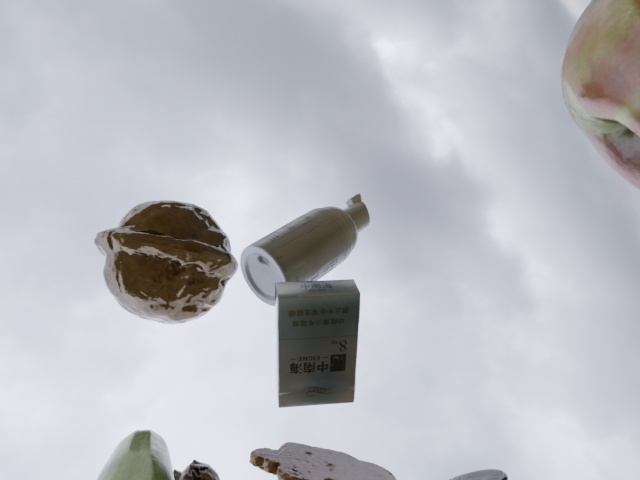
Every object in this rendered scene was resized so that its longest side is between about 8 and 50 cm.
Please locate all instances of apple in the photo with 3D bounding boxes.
[{"bbox_3d":[0.500,-0.227,0.667,0.340,0.340,0.339,19,-126,-29],"label":"apple"}]

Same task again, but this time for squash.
[{"bbox_3d":[-0.200,0.262,0.564,0.094,0.224,0.094,-1,-88,-15],"label":"squash"}]

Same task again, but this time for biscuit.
[{"bbox_3d":[0.008,0.577,1.279,0.376,0.269,0.051,13,-96,-3],"label":"biscuit"}]

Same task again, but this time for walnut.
[{"bbox_3d":[-0.432,0.064,1.483,0.384,0.384,0.383,19,-126,-29],"label":"walnut"}]

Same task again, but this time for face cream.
[{"bbox_3d":[0.000,0.000,1.185,0.370,0.145,0.145,-32,-93,-39],"label":"face cream"}]

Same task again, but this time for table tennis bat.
[{"bbox_3d":[0.201,0.406,0.732,0.107,0.170,0.119,12,-123,-64],"label":"table tennis bat"}]

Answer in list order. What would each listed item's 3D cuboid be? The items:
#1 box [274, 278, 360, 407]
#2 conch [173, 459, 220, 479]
[{"bbox_3d":[-0.009,0.196,0.977,0.155,0.242,0.067,0,-158,-7],"label":"box"},{"bbox_3d":[-0.228,0.505,0.954,0.207,0.130,0.155,29,-97,15],"label":"conch"}]
